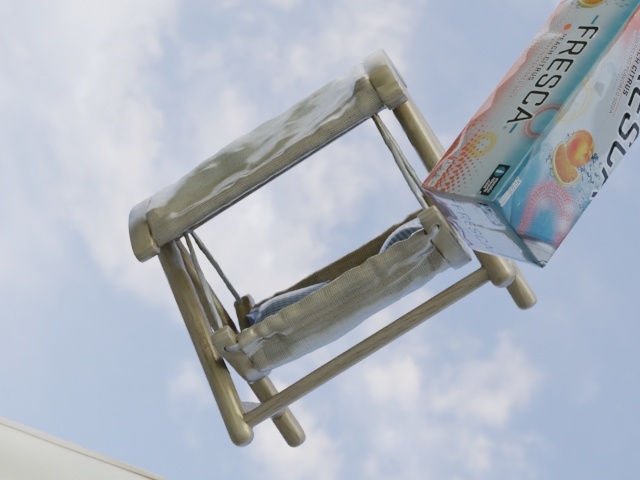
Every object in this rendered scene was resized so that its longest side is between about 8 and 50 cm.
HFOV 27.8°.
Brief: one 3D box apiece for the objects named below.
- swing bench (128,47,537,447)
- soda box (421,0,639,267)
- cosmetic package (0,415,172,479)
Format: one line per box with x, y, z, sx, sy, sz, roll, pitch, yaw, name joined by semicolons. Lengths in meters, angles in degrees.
0.000;0.000;1.067;0.253;0.165;0.254;-32;-106;8;swing bench
0.139;-0.075;0.717;0.058;0.183;0.063;47;-17;-32;soda box
-0.124;0.177;0.555;0.309;0.113;0.160;21;-81;4;cosmetic package
